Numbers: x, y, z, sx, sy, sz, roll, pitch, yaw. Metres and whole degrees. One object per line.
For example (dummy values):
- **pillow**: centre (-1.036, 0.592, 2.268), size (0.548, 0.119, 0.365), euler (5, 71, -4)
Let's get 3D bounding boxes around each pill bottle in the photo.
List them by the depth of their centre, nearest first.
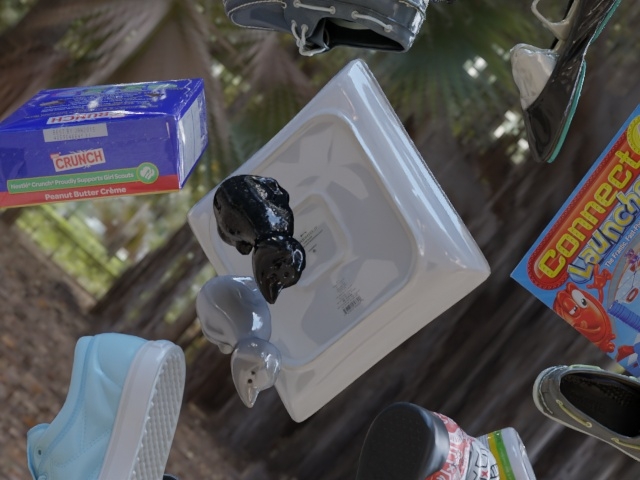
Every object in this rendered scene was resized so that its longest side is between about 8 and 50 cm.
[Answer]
- **pill bottle**: centre (0.174, 0.359, 1.833), size (0.136, 0.245, 0.136), euler (-20, 90, -81)

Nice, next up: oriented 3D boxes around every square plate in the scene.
- **square plate**: centre (0.000, 0.000, 1.699), size (0.049, 0.347, 0.344), euler (7, 48, -55)

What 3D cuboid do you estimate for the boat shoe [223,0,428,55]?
- **boat shoe**: centre (-0.004, -0.319, 1.915), size (0.319, 0.099, 0.116), euler (4, -17, 23)

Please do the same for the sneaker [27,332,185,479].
- **sneaker**: centre (-0.271, 0.280, 1.513), size (0.150, 0.366, 0.135), euler (12, -17, 20)

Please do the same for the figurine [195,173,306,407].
- **figurine**: centre (-0.076, 0.059, 1.521), size (0.092, 0.215, 0.209), euler (6, 22, -17)

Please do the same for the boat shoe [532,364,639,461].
- **boat shoe**: centre (0.463, 0.258, 1.935), size (0.305, 0.109, 0.091), euler (19, -12, -1)

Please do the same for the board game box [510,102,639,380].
- **board game box**: centre (0.462, 0.021, 1.745), size (0.302, 0.308, 0.086), euler (40, 14, 22)

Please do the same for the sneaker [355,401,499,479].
- **sneaker**: centre (0.062, 0.278, 1.126), size (0.090, 0.270, 0.145), euler (21, -7, 41)

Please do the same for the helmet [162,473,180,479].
- **helmet**: centre (-0.222, 0.408, 1.777), size (0.169, 0.161, 0.169), euler (54, -6, 9)

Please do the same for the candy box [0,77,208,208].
- **candy box**: centre (-0.317, -0.151, 1.966), size (0.317, 0.268, 0.122), euler (-79, 165, -74)

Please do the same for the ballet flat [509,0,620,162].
- **ballet flat**: centre (0.280, -0.233, 1.560), size (0.096, 0.280, 0.095), euler (22, 5, -5)

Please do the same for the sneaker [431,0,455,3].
- **sneaker**: centre (0.115, -0.257, 1.182), size (0.083, 0.087, 0.221), euler (38, 15, 2)
